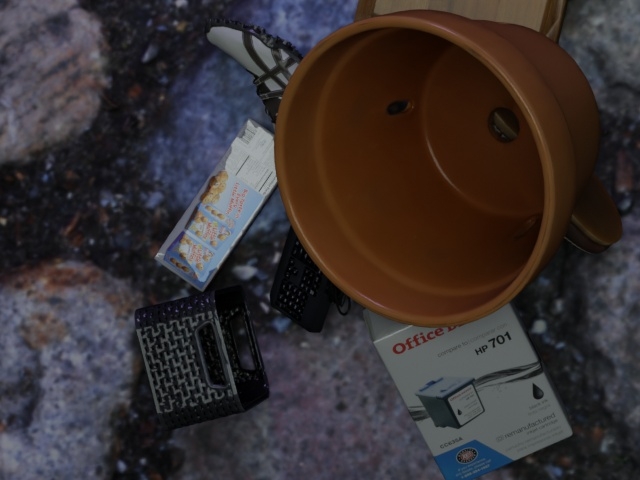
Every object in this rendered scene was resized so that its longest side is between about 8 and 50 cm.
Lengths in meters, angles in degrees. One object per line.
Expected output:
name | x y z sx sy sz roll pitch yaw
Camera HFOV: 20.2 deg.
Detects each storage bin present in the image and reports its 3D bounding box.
storage bin | -0.116 0.114 1.795 0.084 0.180 0.122 -15 89 7

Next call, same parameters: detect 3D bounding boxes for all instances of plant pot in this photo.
plant pot | 0.132 -0.087 1.686 0.291 0.203 0.290 14 115 32

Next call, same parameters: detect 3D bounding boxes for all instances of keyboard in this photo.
keyboard | 0.000 0.000 1.810 0.100 0.038 0.192 29 113 33

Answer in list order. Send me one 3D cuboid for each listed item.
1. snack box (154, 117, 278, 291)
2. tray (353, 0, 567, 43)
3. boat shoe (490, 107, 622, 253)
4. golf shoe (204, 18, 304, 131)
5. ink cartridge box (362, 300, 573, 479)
snack box | -0.097 -0.036 1.870 0.064 0.022 0.178 35 95 5
tray | 0.179 -0.388 1.806 0.203 0.076 0.410 14 93 7
boat shoe | 0.217 -0.066 1.812 0.207 0.073 0.073 52 134 7
golf shoe | -0.042 -0.157 1.835 0.198 0.077 0.094 30 94 7
ink cartridge box | 0.146 0.128 1.778 0.140 0.082 0.190 -26 115 7
